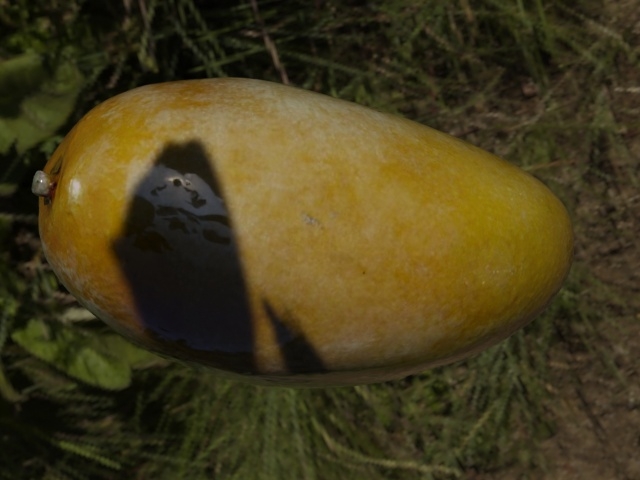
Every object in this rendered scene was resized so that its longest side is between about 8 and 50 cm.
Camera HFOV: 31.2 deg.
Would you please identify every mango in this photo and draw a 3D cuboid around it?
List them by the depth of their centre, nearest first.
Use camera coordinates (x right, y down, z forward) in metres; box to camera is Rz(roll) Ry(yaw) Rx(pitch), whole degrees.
[{"bbox_3d":[0.000,0.000,0.772,0.221,0.384,0.198,145,128,-64],"label":"mango"}]
